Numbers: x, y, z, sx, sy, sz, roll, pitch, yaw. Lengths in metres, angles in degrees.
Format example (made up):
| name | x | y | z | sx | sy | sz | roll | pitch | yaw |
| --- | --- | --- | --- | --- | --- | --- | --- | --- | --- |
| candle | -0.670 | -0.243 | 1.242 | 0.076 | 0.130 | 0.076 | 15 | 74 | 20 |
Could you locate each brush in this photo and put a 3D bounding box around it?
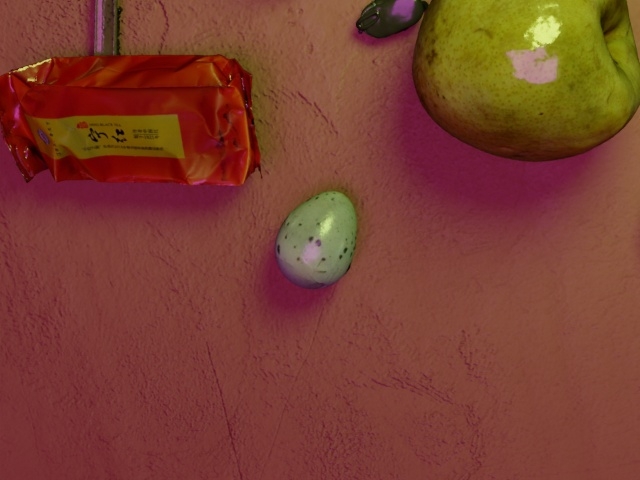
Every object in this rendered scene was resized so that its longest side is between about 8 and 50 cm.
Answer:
| name | x | y | z | sx | sy | sz | roll | pitch | yaw |
| --- | --- | --- | --- | --- | --- | --- | --- | --- | --- |
| brush | -0.333 | -0.386 | 1.542 | 0.043 | 0.036 | 0.248 | 8 | 112 | 9 |

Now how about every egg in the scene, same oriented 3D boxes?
| name | x | y | z | sx | sy | sz | roll | pitch | yaw |
| --- | --- | --- | --- | --- | --- | --- | --- | --- | --- |
| egg | 0.000 | 0.000 | 1.564 | 0.131 | 0.131 | 0.164 | 34 | 106 | -1 |

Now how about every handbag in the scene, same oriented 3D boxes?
| name | x | y | z | sx | sy | sz | roll | pitch | yaw |
| --- | --- | --- | --- | --- | --- | --- | --- | --- | --- |
| handbag | 0.101 | -0.337 | 1.456 | 0.111 | 0.047 | 0.072 | -24 | 109 | 20 |

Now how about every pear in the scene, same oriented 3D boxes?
| name | x | y | z | sx | sy | sz | roll | pitch | yaw |
| --- | --- | --- | --- | --- | --- | --- | --- | --- | --- |
| pear | 0.271 | -0.245 | 1.326 | 0.303 | 0.304 | 0.304 | 4 | 111 | 11 |

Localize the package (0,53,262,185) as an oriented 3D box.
| name | x | y | z | sx | sy | sz | roll | pitch | yaw |
| --- | --- | --- | --- | --- | --- | --- | --- | --- | --- |
| package | -0.291 | -0.188 | 1.540 | 0.423 | 0.123 | 0.196 | 0 | 124 | 13 |
